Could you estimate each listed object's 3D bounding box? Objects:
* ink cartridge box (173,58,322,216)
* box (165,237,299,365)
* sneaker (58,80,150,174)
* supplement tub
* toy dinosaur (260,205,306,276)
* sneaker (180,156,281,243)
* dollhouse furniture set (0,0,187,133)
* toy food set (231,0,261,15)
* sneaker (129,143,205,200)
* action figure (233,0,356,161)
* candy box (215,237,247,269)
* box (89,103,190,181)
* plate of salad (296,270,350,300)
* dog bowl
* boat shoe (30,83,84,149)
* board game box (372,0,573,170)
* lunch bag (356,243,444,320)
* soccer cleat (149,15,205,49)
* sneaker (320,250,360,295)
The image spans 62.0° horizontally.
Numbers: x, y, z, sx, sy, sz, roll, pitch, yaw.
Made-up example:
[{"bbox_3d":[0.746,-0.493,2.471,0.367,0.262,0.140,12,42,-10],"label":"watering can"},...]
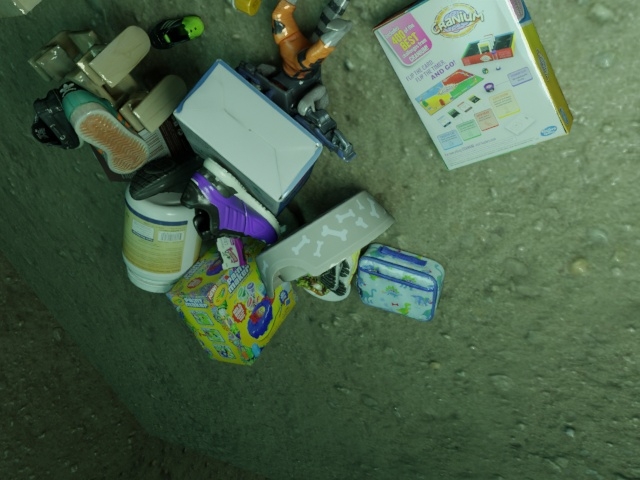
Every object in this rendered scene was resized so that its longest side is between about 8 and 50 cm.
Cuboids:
[{"bbox_3d":[-0.156,-0.197,1.192,0.270,0.151,0.395,40,172,-3],"label":"ink cartridge box"},{"bbox_3d":[-0.254,0.169,1.604,0.177,0.290,0.279,-2,127,37],"label":"box"},{"bbox_3d":[-0.488,-0.257,1.219,0.121,0.108,0.302,55,173,15],"label":"sneaker"},{"bbox_3d":[-0.462,-0.023,1.572,0.228,0.228,0.316,27,126,12],"label":"supplement tub"},{"bbox_3d":[-0.117,-0.047,1.465,0.160,0.121,0.313,-20,110,32],"label":"toy dinosaur"},{"bbox_3d":[-0.210,-0.051,1.197,0.102,0.146,0.293,34,171,40],"label":"sneaker"},{"bbox_3d":[-0.523,-0.491,1.247,0.362,0.256,0.394,18,155,41],"label":"dollhouse furniture set"},{"bbox_3d":[-0.112,-0.513,0.908,0.105,0.232,0.111,29,177,12],"label":"toy food set"},{"bbox_3d":[-0.346,-0.162,1.369,0.109,0.286,0.130,37,149,45],"label":"sneaker"},{"bbox_3d":[-0.007,-0.324,1.067,0.341,0.179,0.330,44,148,15],"label":"action figure"},{"bbox_3d":[-0.261,-0.057,1.454,0.071,0.233,0.159,-12,131,-8],"label":"candy box"},{"bbox_3d":[-0.494,-0.271,1.456,0.203,0.167,0.168,6,130,32],"label":"box"},{"bbox_3d":[-0.006,0.111,1.560,0.200,0.048,0.199,20,136,20],"label":"plate of salad"},{"bbox_3d":[0.000,0.000,1.243,0.349,0.349,0.102,-28,96,47],"label":"dog bowl"},{"bbox_3d":[-0.680,-0.294,1.361,0.340,0.113,0.127,-3,116,61],"label":"boat shoe"},{"bbox_3d":[0.274,-0.300,0.961,0.242,0.064,0.316,-13,119,42],"label":"board game box"},{"bbox_3d":[0.203,0.106,1.378,0.219,0.090,0.176,18,133,20],"label":"lunch bag"},{"bbox_3d":[-0.346,-0.477,1.231,0.179,0.072,0.060,-1,127,36],"label":"soccer cleat"},{"bbox_3d":[0.064,0.075,1.427,0.081,0.094,0.208,35,148,7],"label":"sneaker"}]
